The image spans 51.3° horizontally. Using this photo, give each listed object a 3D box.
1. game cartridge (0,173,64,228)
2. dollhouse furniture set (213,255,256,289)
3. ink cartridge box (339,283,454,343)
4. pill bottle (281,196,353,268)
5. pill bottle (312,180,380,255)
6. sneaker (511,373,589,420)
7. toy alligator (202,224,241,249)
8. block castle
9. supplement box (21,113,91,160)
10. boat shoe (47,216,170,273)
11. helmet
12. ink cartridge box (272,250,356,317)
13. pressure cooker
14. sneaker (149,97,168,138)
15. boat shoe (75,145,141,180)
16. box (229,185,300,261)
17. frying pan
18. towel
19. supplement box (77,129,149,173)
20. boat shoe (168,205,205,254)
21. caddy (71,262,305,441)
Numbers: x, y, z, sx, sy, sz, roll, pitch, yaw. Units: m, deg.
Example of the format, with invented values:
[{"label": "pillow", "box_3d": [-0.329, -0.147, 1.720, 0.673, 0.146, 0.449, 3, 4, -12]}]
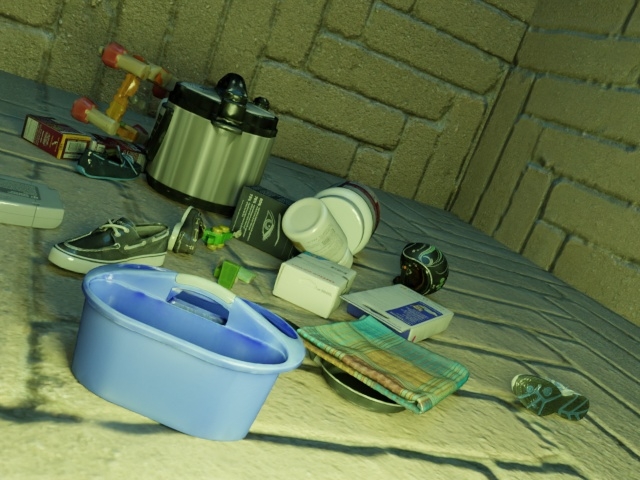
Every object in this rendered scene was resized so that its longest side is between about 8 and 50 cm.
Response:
[{"label": "game cartridge", "box_3d": [-0.709, -0.098, 1.418, 0.297, 0.062, 0.198, 13, 19, -31]}, {"label": "dollhouse furniture set", "box_3d": [-0.196, 0.064, 1.551, 0.076, 0.059, 0.151, 23, 13, 8]}, {"label": "ink cartridge box", "box_3d": [0.191, 0.184, 1.665, 0.175, 0.069, 0.371, 28, 12, 26]}, {"label": "pill bottle", "box_3d": [0.000, 0.000, 1.795, 0.131, 0.131, 0.229, 33, -14, 41]}, {"label": "pill bottle", "box_3d": [0.066, -0.065, 2.123, 0.224, 0.224, 0.392, 23, 13, 7]}, {"label": "sneaker", "box_3d": [0.501, 0.346, 1.491, 0.211, 0.080, 0.081, 26, 3, -25]}, {"label": "toy alligator", "box_3d": [-0.270, -0.016, 1.763, 0.051, 0.056, 0.189, 24, 13, 13]}, {"label": "block castle", "box_3d": [-0.676, -0.503, 2.401, 0.212, 0.303, 0.453, 30, 2, 13]}, {"label": "supplement box", "box_3d": [-0.823, -0.320, 2.070, 0.188, 0.081, 0.104, 27, 15, 24]}, {"label": "boat shoe", "box_3d": [-0.416, 0.002, 1.357, 0.108, 0.102, 0.301, 28, 14, 26]}, {"label": "helmet", "box_3d": [0.309, 0.085, 2.038, 0.169, 0.170, 0.161, 26, 30, 21]}, {"label": "ink cartridge box", "box_3d": [-0.011, 0.103, 1.624, 0.148, 0.086, 0.203, 23, 14, 12]}, {"label": "pressure cooker", "box_3d": [-0.332, -0.328, 2.127, 0.369, 0.421, 0.375, 29, 16, 28]}, {"label": "sneaker", "box_3d": [-0.555, -0.334, 2.333, 0.108, 0.293, 0.169, 10, 50, -5]}, {"label": "boat shoe", "box_3d": [-0.623, -0.235, 2.022, 0.109, 0.089, 0.258, 24, 13, 12]}, {"label": "box", "box_3d": [-0.138, -0.050, 1.902, 0.207, 0.153, 0.108, 25, 13, 13]}, {"label": "frying pan", "box_3d": [0.026, 0.234, 1.222, 0.326, 0.053, 0.197, 21, 11, 2]}, {"label": "towel", "box_3d": [0.133, 0.225, 1.285, 0.271, 0.040, 0.370, 26, 7, 22]}, {"label": "supplement box", "box_3d": [-0.676, -0.290, 2.202, 0.239, 0.073, 0.130, 9, 17, -46]}, {"label": "boat shoe", "box_3d": [-0.325, -0.022, 1.662, 0.068, 0.081, 0.228, 22, 20, -7]}, {"label": "caddy", "box_3d": [-0.194, 0.139, 0.988, 0.341, 0.179, 0.241, 22, 14, 2]}]
